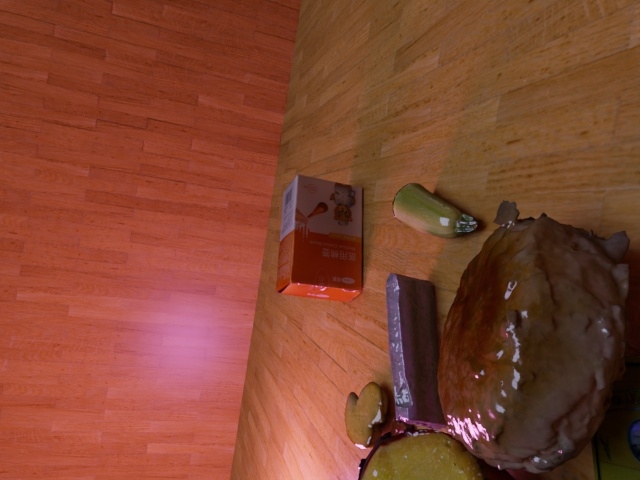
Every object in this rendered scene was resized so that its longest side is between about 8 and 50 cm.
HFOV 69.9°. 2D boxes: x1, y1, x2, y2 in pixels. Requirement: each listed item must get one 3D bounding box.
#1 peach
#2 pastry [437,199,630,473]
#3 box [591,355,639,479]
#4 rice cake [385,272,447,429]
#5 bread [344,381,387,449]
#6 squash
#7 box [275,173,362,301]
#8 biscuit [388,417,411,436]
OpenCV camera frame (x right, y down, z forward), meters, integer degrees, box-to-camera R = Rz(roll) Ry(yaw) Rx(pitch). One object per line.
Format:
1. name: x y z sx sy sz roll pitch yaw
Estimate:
1. peach: 0.199 0.420 0.635 0.361 0.201 0.258 -32 25 55
2. pastry: 0.244 0.127 0.577 0.329 0.136 0.330 20 -90 -86
3. box: 0.351 0.228 0.458 0.141 0.064 0.220 142 135 -68
4. rice cake: 0.186 0.209 0.900 0.050 0.106 0.298 -37 47 53
5. bread: 0.117 0.413 1.107 0.187 0.065 0.150 -179 108 -75
6. squash: 0.238 -0.052 0.918 0.224 0.094 0.094 -144 63 -62
7. box: 0.000 0.000 1.374 0.143 0.224 0.342 142 134 -63
8. biscuit: 0.170 0.469 0.962 0.124 0.026 0.175 174 103 -70
